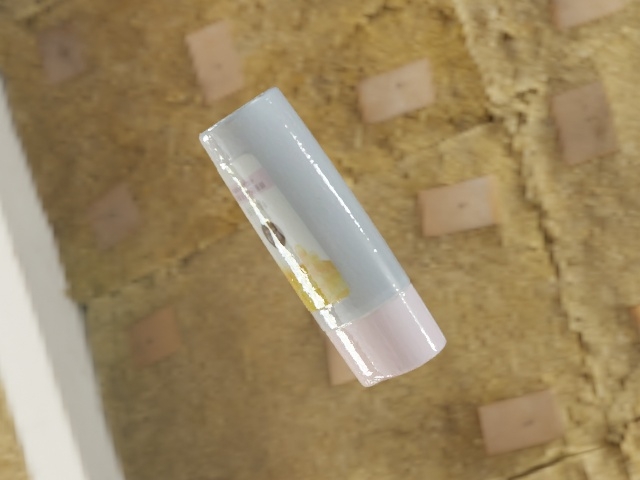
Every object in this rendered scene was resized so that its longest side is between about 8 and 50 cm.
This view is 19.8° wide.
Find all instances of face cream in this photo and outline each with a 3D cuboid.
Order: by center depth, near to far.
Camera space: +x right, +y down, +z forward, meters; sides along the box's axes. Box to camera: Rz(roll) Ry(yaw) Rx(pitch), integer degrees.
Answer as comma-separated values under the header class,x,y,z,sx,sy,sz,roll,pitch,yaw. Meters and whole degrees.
class,x,y,z,sx,sy,sz,roll,pitch,yaw
face cream,0.000,0.000,1.165,0.198,0.057,0.084,57,-34,-4
